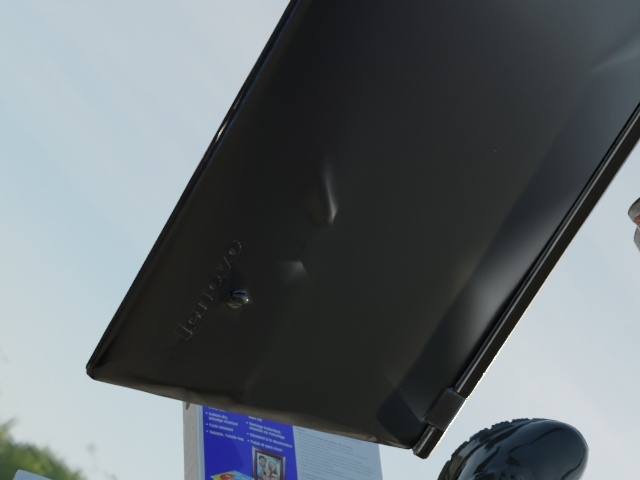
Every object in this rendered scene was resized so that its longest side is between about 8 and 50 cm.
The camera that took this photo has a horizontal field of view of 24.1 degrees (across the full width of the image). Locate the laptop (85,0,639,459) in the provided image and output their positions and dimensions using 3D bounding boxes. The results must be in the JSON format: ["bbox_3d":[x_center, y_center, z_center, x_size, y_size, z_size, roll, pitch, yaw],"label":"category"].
[{"bbox_3d":[0.074,-0.074,1.025,0.236,0.382,0.408,31,18,-3],"label":"laptop"}]

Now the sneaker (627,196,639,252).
[{"bbox_3d":[0.284,0.003,1.219,0.067,0.042,0.118,62,2,26],"label":"sneaker"}]

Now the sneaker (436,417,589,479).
[{"bbox_3d":[0.123,0.252,1.247,0.109,0.286,0.130,59,-18,-13],"label":"sneaker"}]

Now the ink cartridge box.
[{"bbox_3d":[-0.034,0.203,1.433,0.045,0.206,0.208,-50,-149,38],"label":"ink cartridge box"}]

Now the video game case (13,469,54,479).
[{"bbox_3d":[-0.332,0.406,1.479,0.061,0.269,0.244,20,24,-8],"label":"video game case"}]
